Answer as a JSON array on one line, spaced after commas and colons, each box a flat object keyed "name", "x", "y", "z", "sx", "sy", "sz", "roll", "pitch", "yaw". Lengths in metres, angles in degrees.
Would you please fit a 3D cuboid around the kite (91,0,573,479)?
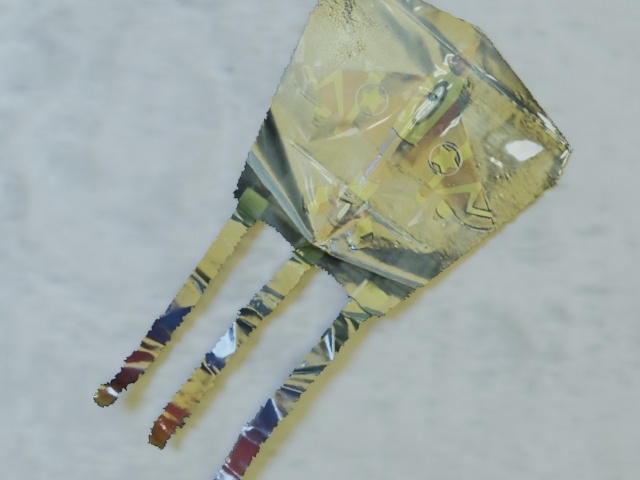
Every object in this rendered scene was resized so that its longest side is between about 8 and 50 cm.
[{"name": "kite", "x": 0.000, "y": 0.000, "z": 0.512, "sx": 0.141, "sy": 0.015, "sz": 0.245, "roll": 39, "pitch": 87, "yaw": -4}]
